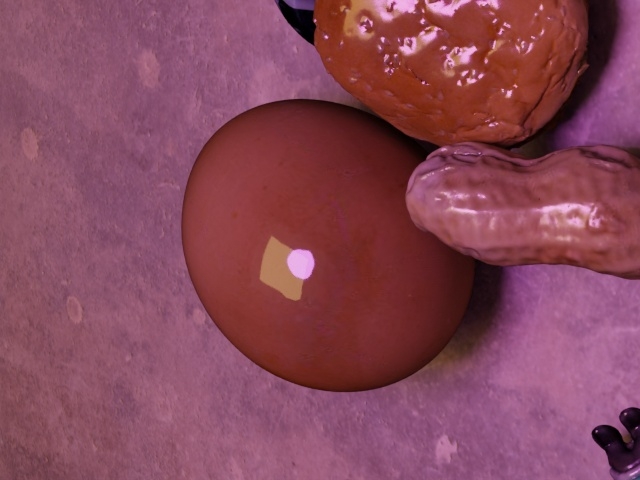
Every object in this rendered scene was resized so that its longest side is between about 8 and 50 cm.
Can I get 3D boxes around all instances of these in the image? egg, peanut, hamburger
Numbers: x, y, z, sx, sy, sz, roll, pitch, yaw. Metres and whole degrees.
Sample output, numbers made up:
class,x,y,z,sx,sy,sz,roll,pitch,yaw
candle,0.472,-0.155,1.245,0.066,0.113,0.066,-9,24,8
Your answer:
class,x,y,z,sx,sy,sz,roll,pitch,yaw
egg,0.000,0.000,1.772,0.374,0.301,0.301,38,125,37
peanut,0.225,-0.032,1.575,0.290,0.130,0.130,4,103,16
hamburger,0.136,-0.221,1.628,0.283,0.144,0.259,27,114,3

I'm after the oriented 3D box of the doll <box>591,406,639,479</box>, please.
class,x,y,z,sx,sy,sz,roll,pitch,yaw
doll,0.334,0.293,1.557,0.258,0.153,0.195,32,94,36

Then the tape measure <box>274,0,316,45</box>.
class,x,y,z,sx,sy,sz,roll,pitch,yaw
tape measure,0.030,-0.299,1.765,0.181,0.182,0.107,-60,35,20
